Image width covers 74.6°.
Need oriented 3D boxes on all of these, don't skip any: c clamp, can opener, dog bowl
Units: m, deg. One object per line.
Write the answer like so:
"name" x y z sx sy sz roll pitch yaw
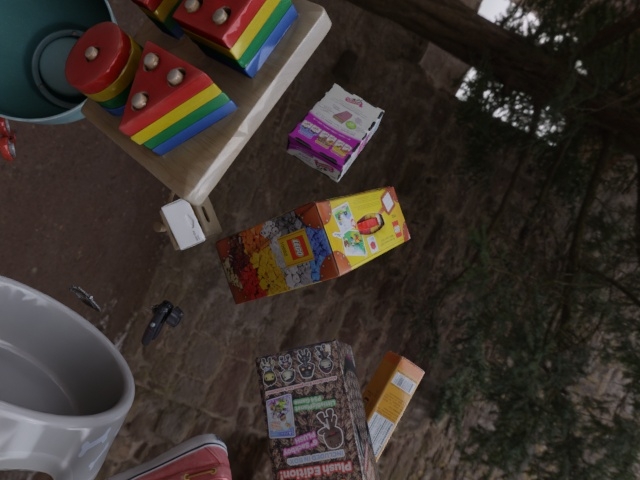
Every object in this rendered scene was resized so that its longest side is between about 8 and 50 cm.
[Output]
"c clamp" -0.797 0.186 1.417 0.160 0.137 0.022 6 -134 39
"can opener" -0.418 0.217 1.074 0.186 0.073 0.059 -46 172 31
"dog bowl" -0.390 0.157 0.516 0.102 0.348 0.349 -52 -175 -6

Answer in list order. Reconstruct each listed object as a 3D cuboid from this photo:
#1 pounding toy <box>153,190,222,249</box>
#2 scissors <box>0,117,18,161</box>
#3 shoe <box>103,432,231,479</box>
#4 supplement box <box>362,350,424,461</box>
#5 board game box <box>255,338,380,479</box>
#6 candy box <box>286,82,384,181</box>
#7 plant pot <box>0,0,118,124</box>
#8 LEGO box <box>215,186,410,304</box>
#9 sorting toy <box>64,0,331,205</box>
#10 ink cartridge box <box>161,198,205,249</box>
"pounding toy" -0.431 -0.066 1.257 0.205 0.181 0.094 -22 -179 18
"scissors" -0.727 -0.234 0.987 0.297 0.021 0.109 10 -72 59
"shoe" -0.165 0.262 0.393 0.081 0.177 0.064 43 -25 57
"supplement box" 0.140 0.377 0.965 0.234 0.080 0.078 -55 -168 -11
"board game box" 0.006 0.338 0.742 0.232 0.140 0.292 57 20 -72
"candy box" 0.040 -0.280 1.079 0.234 0.159 0.071 -55 173 -28
"plant pot" -0.506 -0.352 0.794 0.196 0.292 0.294 -158 -87 -82
"LEGO box" 0.000 0.000 1.285 0.372 0.193 0.500 -19 -179 33
"sorting toy" -0.166 -0.216 0.486 0.256 0.257 0.089 -54 152 -1
"ink cartridge box" -0.301 -0.039 0.915 0.056 0.100 0.135 -25 -168 -17
